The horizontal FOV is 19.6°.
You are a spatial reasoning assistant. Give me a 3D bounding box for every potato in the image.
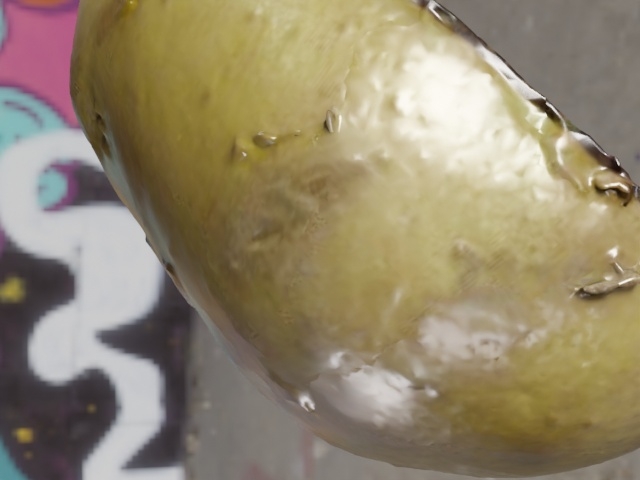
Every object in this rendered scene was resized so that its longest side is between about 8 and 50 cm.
[{"bbox_3d":[0.000,0.000,0.695,0.299,0.116,0.239,41,166,17],"label":"potato"}]
